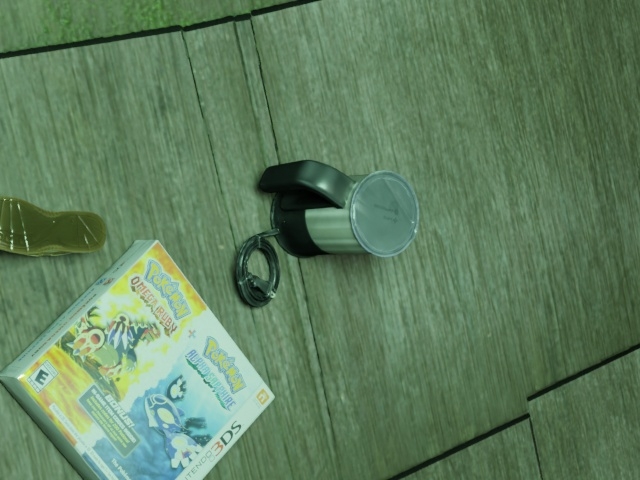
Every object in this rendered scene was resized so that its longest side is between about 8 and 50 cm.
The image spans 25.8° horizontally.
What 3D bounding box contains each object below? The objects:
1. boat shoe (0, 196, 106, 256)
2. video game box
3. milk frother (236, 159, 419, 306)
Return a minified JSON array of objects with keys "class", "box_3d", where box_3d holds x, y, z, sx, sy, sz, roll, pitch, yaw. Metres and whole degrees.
[{"class":"boat shoe","box_3d":[-0.254,-0.007,1.212,0.135,0.045,0.050,11,72,-38]},{"class":"video game box","box_3d":[-0.162,0.135,1.280,0.187,0.048,0.205,-49,116,-30]},{"class":"milk frother","box_3d":[0.000,0.000,1.346,0.129,0.135,0.143,15,80,-35]}]
